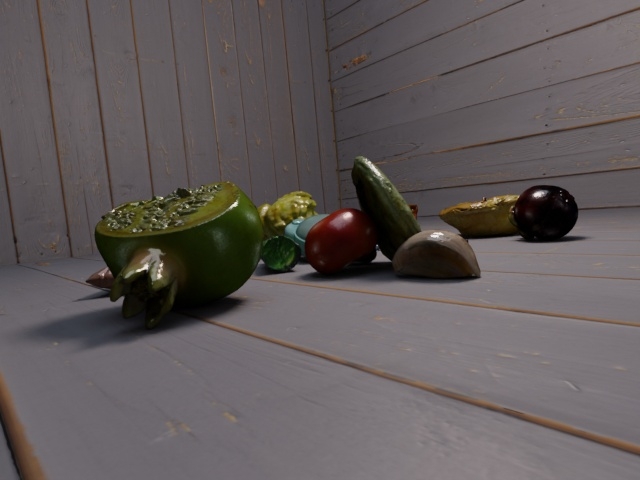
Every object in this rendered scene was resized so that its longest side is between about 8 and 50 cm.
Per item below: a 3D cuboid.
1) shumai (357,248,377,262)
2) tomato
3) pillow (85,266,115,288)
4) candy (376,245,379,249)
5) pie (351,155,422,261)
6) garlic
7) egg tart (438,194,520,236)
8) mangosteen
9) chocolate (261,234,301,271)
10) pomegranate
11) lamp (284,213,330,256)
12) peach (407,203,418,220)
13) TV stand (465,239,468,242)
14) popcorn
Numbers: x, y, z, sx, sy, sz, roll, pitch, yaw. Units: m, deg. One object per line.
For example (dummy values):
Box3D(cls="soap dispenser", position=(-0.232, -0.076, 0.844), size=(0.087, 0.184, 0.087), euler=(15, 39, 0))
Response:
Box3D(cls="shumai", position=(0.094, 0.019, 1.250), size=(0.139, 0.105, 0.123), euler=(26, -20, -15))
Box3D(cls="tomato", position=(0.049, -0.001, 1.119), size=(0.195, 0.136, 0.195), euler=(-29, -4, -2))
Box3D(cls="pillow", position=(-0.452, 0.082, 1.170), size=(0.236, 0.083, 0.223), euler=(-8, 6, -3))
Box3D(cls="candy", position=(0.191, 0.025, 1.584), size=(0.030, 0.020, 0.083), euler=(-7, 4, -38))
Box3D(cls="pie", position=(0.157, -0.074, 1.131), size=(0.071, 0.323, 0.323), euler=(-30, 7, -5))
Box3D(cls="garlic", position=(0.236, 0.028, 0.943), size=(0.196, 0.101, 0.087), euler=(-2, 6, 32))
Box3D(cls="egg tart", position=(0.656, -0.096, 1.758), size=(0.352, 0.152, 0.339), euler=(-6, 4, -5))
Box3D(cls="mangosteen", position=(0.710, -0.081, 1.445), size=(0.194, 0.194, 0.230), euler=(-8, -20, -29))
Box3D(cls="chocolate", position=(-0.137, 0.037, 1.345), size=(0.110, 0.110, 0.291), euler=(-6, 1, -12))
Box3D(cls="pomegranate", position=(-0.266, 0.040, 0.849), size=(0.310, 0.216, 0.358), euler=(-4, 34, 7))
Box3D(cls="lamp", position=(0.000, -0.012, 1.458), size=(0.210, 0.147, 0.284), euler=(-15, 8, -41))
Box3D(cls="peach", position=(0.288, -0.084, 1.977), size=(0.268, 0.158, 0.154), euler=(-1, -5, 28))
Box3D(cls="TV stand", position=(0.322, 0.020, 1.350), size=(0.049, 0.040, 0.257), euler=(-9, 6, -43))
Box3D(cls="popcorn", position=(-0.108, -0.048, 1.691), size=(0.242, 0.250, 0.234), euler=(-2, 43, 35))
